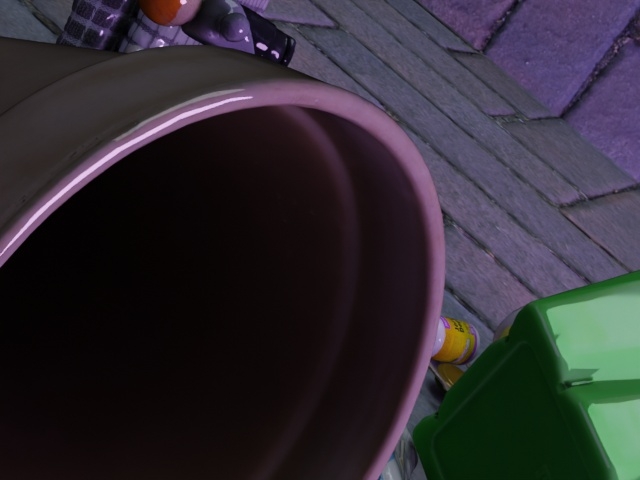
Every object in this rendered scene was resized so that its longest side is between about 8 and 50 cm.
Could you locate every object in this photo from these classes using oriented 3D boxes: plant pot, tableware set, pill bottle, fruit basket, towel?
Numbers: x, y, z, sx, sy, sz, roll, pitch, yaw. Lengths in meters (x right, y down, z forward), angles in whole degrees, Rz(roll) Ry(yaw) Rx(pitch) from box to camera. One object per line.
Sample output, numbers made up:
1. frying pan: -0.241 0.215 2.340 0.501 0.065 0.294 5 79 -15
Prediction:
1. plant pot: -0.144 0.024 0.681 0.280 0.323 0.323 32 13 38
2. tableware set: 0.157 0.158 1.242 0.154 0.024 0.104 13 33 -50
3. pill bottle: 0.111 0.093 1.276 0.083 0.043 0.043 16 28 -45
4. fruit basket: 0.282 0.219 0.929 0.392 0.283 0.392 18 44 -18
5. towel: -0.141 -0.213 1.237 0.121 0.235 0.284 28 11 5

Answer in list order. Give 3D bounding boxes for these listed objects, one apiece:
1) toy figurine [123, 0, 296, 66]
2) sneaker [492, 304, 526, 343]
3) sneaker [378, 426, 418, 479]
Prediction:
1. toy figurine: -0.127 -0.085 1.002 0.148 0.213 0.209 24 50 -37
2. sneaker: 0.300 0.201 1.189 0.385 0.145 0.147 44 31 15
3. sneaker: 0.029 0.158 0.934 0.092 0.087 0.228 29 23 -29
